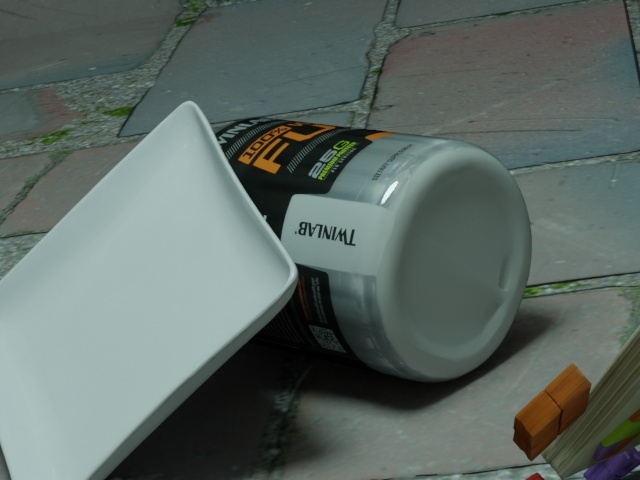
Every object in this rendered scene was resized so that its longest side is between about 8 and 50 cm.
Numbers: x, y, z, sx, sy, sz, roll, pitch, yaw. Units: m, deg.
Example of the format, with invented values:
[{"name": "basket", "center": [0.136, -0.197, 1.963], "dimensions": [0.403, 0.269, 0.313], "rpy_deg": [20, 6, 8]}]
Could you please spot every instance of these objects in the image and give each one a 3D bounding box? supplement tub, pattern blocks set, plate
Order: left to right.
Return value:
[{"name": "plate", "center": [-0.147, 0.056, 1.469], "dimensions": [0.278, 0.045, 0.277], "rpy_deg": [-44, 38, 8]}, {"name": "supplement tub", "center": [0.000, 0.000, 1.565], "dimensions": [0.316, 0.194, 0.193], "rpy_deg": [9, 28, 45]}, {"name": "pattern blocks set", "center": [0.218, 0.074, 1.150], "dimensions": [0.285, 0.325, 0.026], "rpy_deg": [-24, 64, -32]}]
